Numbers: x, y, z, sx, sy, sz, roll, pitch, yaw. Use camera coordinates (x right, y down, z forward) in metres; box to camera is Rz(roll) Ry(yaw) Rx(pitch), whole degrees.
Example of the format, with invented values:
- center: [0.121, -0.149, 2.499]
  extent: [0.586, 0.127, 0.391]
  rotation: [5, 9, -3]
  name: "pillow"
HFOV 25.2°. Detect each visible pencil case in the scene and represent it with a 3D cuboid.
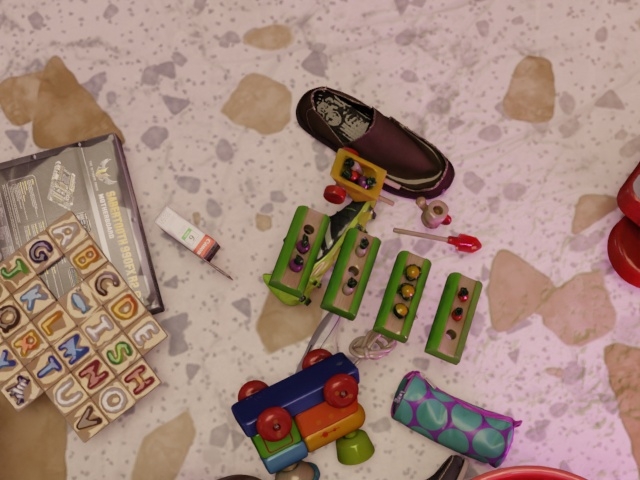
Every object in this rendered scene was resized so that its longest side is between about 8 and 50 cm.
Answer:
- center: [0.161, 0.215, 1.732]
  extent: [0.152, 0.064, 0.070]
  rotation: [25, 109, 4]
  name: "pencil case"

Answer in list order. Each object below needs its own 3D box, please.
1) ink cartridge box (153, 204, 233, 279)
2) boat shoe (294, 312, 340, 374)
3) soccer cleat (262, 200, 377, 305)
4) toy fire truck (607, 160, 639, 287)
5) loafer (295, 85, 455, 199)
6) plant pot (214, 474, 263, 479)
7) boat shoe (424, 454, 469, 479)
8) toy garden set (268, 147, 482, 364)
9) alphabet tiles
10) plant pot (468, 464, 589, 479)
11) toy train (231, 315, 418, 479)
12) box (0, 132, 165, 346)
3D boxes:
- center: [-0.149, 0.003, 1.768]
  extent: [0.115, 0.063, 0.029]
  rotation: [35, 85, 5]
  name: "ink cartridge box"
- center: [0.005, 0.134, 1.764]
  extent: [0.035, 0.035, 0.100]
  rotation: [29, 81, -15]
  name: "boat shoe"
- center: [0.000, 0.000, 1.772]
  extent: [0.072, 0.060, 0.179]
  rotation: [38, 84, 19]
  name: "soccer cleat"
- center: [0.513, -0.029, 1.729]
  extent: [0.302, 0.169, 0.254]
  rotation: [37, 65, 5]
  name: "toy fire truck"
- center: [0.065, -0.121, 1.777]
  extent: [0.220, 0.078, 0.080]
  rotation: [28, 83, 5]
  name: "loafer"
- center: [-0.122, 0.347, 1.647]
  extent: [0.167, 0.165, 0.167]
  rotation: [2, 96, 22]
  name: "plant pot"
- center: [0.095, 0.328, 1.711]
  extent: [0.065, 0.075, 0.206]
  rotation: [41, 88, 3]
  name: "boat shoe"
- center: [0.086, 0.007, 1.709]
  extent: [0.244, 0.049, 0.203]
  rotation: [23, 62, -6]
  name: "toy garden set"
- center: [-0.309, 0.115, 1.725]
  extent: [0.198, 0.009, 0.237]
  rotation: [-38, 84, -4]
  name: "alphabet tiles"
- center: [0.222, 0.388, 1.615]
  extent: [0.275, 0.243, 0.274]
  rotation: [0, 81, 1]
  name: "plant pot"
- center: [0.031, 0.204, 1.716]
  extent: [0.248, 0.105, 0.143]
  rotation: [-25, 113, -10]
  name: "toy train"
- center: [-0.310, 0.000, 1.774]
  extent: [0.183, 0.056, 0.231]
  rotation: [-16, 83, -2]
  name: "box"
